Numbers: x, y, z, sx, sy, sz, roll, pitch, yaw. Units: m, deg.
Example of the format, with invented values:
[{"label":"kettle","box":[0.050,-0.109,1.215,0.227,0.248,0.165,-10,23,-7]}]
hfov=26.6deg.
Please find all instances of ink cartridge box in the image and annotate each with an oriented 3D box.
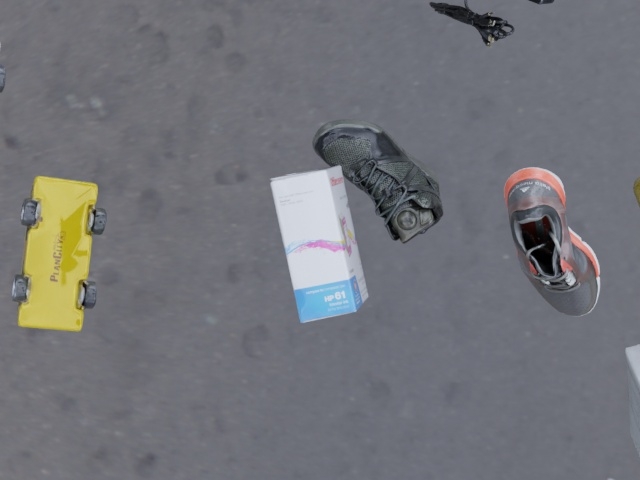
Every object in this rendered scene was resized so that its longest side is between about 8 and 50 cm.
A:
[{"label":"ink cartridge box","box":[0.000,0.000,1.150,0.052,0.088,0.122,-13,94,10]}]

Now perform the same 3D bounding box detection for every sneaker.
[{"label":"sneaker","box":[0.089,-0.080,1.884,0.227,0.130,0.087,33,117,-33]},{"label":"sneaker","box":[0.181,0.016,1.083,0.158,0.061,0.065,58,29,-36]}]

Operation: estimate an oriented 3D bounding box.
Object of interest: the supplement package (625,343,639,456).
[{"label":"supplement package","box":[0.449,0.198,1.476,0.194,0.149,0.203,-16,142,2]}]

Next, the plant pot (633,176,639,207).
[{"label":"plant pot","box":[0.444,-0.011,1.275,0.212,0.187,0.212,-17,79,-1]}]

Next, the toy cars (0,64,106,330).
[{"label":"toy cars","box":[-0.388,-0.069,1.670,0.176,0.087,0.394,-36,101,-17]}]

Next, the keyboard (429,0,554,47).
[{"label":"keyboard","box":[0.231,-0.396,1.951,0.033,0.317,0.202,9,108,-37]}]
